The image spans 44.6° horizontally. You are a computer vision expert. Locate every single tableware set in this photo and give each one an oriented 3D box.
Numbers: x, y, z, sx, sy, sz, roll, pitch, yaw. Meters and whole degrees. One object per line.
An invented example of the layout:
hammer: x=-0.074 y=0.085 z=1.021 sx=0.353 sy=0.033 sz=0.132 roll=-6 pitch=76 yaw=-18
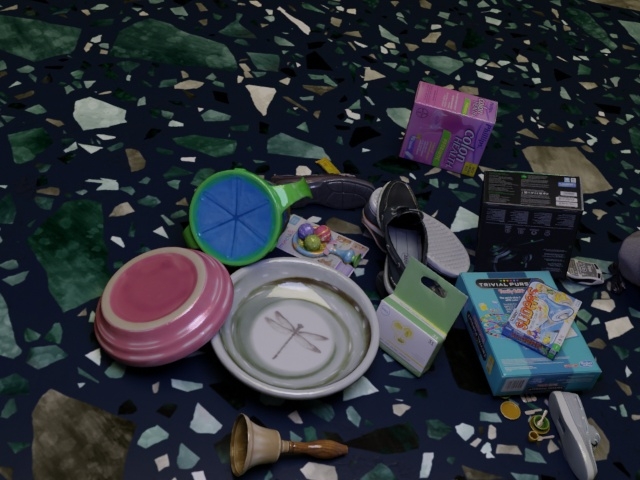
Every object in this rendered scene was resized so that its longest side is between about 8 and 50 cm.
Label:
tableware set: x=0.474 y=0.398 z=1.818 sx=0.104 sy=0.024 sz=0.154 roll=-5 pitch=49 yaw=-16

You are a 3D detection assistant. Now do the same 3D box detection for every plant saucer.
plant saucer: x=-0.366 y=0.131 z=1.780 sx=0.332 sy=0.084 sz=0.332 roll=-10 pitch=44 yaw=9
plant saucer: x=-0.065 y=0.217 z=1.825 sx=0.400 sy=0.100 sz=0.400 roll=6 pitch=46 yaw=-6

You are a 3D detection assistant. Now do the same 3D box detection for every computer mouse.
computer mouse: x=0.743 y=0.093 z=2.151 sx=0.193 sy=0.042 sz=0.106 roll=10 pitch=51 yaw=-10

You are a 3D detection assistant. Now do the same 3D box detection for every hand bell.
hand bell: x=-0.057 y=0.433 z=1.641 sx=0.242 sy=0.126 sz=0.126 roll=8 pitch=45 yaw=-21

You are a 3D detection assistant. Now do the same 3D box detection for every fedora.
fedora: x=0.891 y=0.049 z=2.108 sx=0.275 sy=0.243 sz=0.124 roll=10 pitch=8 yaw=-45

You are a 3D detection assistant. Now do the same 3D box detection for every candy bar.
candy bar: x=0.043 y=-0.191 z=2.286 sx=0.040 sy=0.018 sz=0.161 roll=-23 pitch=56 yaw=-25

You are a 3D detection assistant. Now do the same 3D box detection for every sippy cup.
sippy cup: x=-0.180 y=-0.066 z=1.962 sx=0.305 sy=0.240 sz=0.224 roll=13 pitch=10 yaw=12

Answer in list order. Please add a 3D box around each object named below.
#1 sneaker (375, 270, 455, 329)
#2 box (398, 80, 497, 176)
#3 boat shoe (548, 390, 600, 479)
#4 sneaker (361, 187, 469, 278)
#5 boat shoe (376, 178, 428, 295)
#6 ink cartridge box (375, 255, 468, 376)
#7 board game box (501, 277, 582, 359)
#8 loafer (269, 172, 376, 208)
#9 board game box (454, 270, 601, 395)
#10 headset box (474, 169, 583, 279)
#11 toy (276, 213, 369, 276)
sneaker: x=0.250 y=0.143 z=1.972 sx=0.227 sy=0.087 sz=0.130 roll=37 pitch=49 yaw=18
box: x=0.382 y=-0.334 z=2.356 sx=0.243 sy=0.213 sz=0.117 roll=16 pitch=46 yaw=2
boat shoe: x=0.590 y=0.437 z=1.767 sx=0.081 sy=0.079 sz=0.227 roll=-2 pitch=44 yaw=-8
sneaker: x=0.249 y=-0.004 z=2.090 sx=0.321 sy=0.127 sz=0.126 roll=41 pitch=55 yaw=5
boat shoe: x=0.211 y=-0.026 z=1.943 sx=0.127 sy=0.113 sz=0.340 roll=13 pitch=58 yaw=-10
ink cartridge box: x=0.220 y=0.180 z=1.825 sx=0.171 sy=0.235 sz=0.056 roll=37 pitch=37 yaw=22
board game box: x=0.539 y=0.187 z=1.897 sx=0.136 sy=0.035 sz=0.201 roll=27 pitch=44 yaw=17
loafer: x=0.003 y=-0.153 z=2.187 sx=0.302 sy=0.109 sz=0.095 roll=-2 pitch=44 yaw=-10
board game box: x=0.502 y=0.221 z=1.938 sx=0.254 sy=0.079 sz=0.336 roll=0 pitch=43 yaw=-12
headset box: x=0.540 y=-0.032 z=2.054 sx=0.246 sy=0.283 sz=0.131 roll=5 pitch=47 yaw=10
toy: x=0.000 y=0.000 z=2.073 sx=0.237 sy=0.056 sz=0.137 roll=27 pitch=46 yaw=13
